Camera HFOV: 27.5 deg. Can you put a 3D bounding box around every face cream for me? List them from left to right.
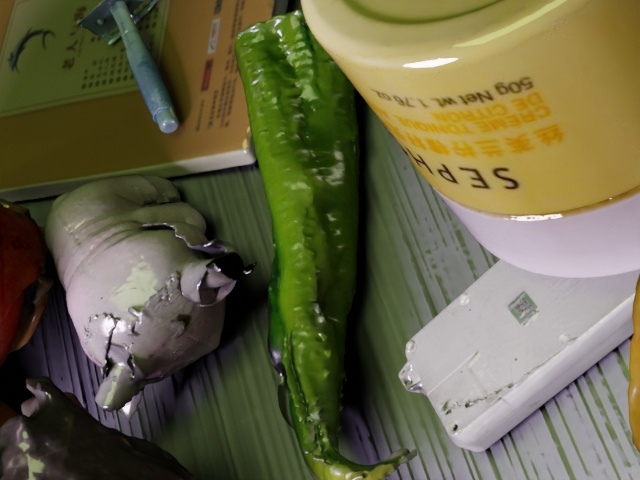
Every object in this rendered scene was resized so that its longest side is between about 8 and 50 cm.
[{"bbox_3d":[0.124,-0.118,0.675,0.218,0.179,0.218,-22,45,23],"label":"face cream"}]

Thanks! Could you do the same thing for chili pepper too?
[{"bbox_3d":[0.000,0.000,0.834,0.085,0.076,0.359,-13,59,8],"label":"chili pepper"}]

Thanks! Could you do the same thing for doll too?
[{"bbox_3d":[-0.129,0.024,0.920,0.149,0.095,0.192,-50,45,8],"label":"doll"}]

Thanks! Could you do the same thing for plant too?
[{"bbox_3d":[-0.158,0.192,0.810,0.234,0.204,0.178,36,95,37],"label":"plant"}]

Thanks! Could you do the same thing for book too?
[{"bbox_3d":[-0.177,-0.166,1.087,0.389,0.032,0.269,-4,67,39],"label":"book"}]

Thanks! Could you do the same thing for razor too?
[{"bbox_3d":[-0.135,-0.135,0.999,0.068,0.040,0.135,-38,58,21],"label":"razor"}]

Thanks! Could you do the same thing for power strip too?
[{"bbox_3d":[0.128,0.038,0.736,0.192,0.035,0.081,-43,50,18],"label":"power strip"}]

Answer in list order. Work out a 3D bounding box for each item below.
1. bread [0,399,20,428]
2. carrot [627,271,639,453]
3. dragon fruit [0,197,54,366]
[{"bbox_3d":[-0.322,0.211,1.015,0.236,0.070,0.236,-19,59,34],"label":"bread"},{"bbox_3d":[0.259,-0.012,0.509,0.241,0.241,0.340,8,75,42],"label":"carrot"},{"bbox_3d":[-0.331,0.038,0.910,0.250,0.250,0.315,-42,9,18],"label":"dragon fruit"}]
